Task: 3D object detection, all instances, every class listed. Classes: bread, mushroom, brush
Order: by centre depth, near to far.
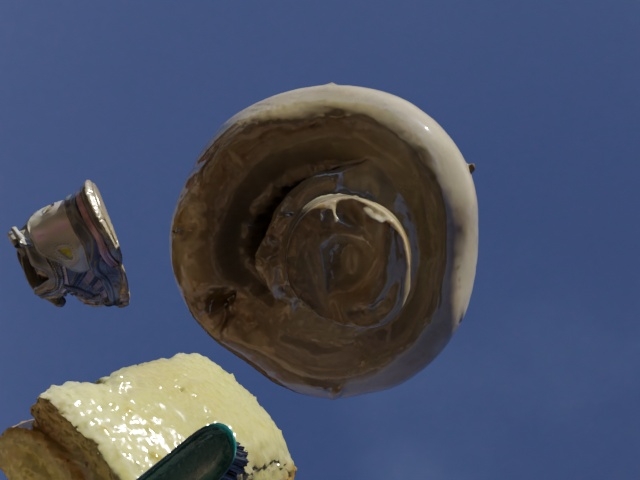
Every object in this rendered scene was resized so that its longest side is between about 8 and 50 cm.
[{"bbox_3d":[-0.122,0.187,1.108,0.193,0.032,0.043,-40,-133,15],"label":"brush"},{"bbox_3d":[0.000,0.000,1.496,0.292,0.290,0.293,0,-89,5],"label":"mushroom"},{"bbox_3d":[-0.192,0.268,2.015,0.236,0.375,0.165,47,-70,16],"label":"bread"}]

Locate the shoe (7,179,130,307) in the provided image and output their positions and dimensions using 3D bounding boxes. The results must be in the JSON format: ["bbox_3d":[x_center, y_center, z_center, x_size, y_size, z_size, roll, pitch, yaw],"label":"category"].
[{"bbox_3d":[-0.233,0.020,1.558,0.180,0.092,0.089,97,-30,-65],"label":"shoe"}]
